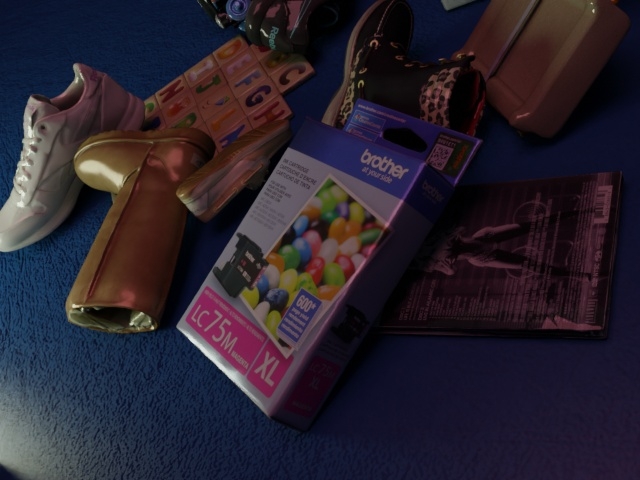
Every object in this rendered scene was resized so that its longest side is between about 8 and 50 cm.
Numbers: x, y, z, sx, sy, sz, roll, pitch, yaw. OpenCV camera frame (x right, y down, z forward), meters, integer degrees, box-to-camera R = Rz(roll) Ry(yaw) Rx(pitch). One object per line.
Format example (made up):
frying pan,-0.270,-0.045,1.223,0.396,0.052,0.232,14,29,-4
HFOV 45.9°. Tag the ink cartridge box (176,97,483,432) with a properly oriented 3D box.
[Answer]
ink cartridge box,0.000,0.000,0.728,0.186,0.065,0.311,31,86,47

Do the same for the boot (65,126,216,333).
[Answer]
boot,-0.263,-0.017,0.954,0.236,0.089,0.269,-7,53,31

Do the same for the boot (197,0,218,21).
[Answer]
boot,-0.122,-0.497,1.295,0.207,0.094,0.246,-28,36,18

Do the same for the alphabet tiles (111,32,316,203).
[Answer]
alphabet tiles,-0.175,-0.186,1.113,0.343,0.011,0.285,-34,41,5

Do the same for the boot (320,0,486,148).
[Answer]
boot,0.108,-0.186,0.843,0.179,0.085,0.236,-1,59,43

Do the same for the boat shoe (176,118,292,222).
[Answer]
boat shoe,-0.097,-0.086,0.929,0.170,0.059,0.063,-39,25,-18

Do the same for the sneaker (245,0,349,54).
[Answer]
sneaker,0.006,-0.362,1.103,0.106,0.101,0.267,28,67,21

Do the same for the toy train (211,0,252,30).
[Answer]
toy train,-0.095,-0.407,1.177,0.184,0.080,0.105,-31,84,6

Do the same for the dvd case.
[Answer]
dvd case,0.153,0.014,0.689,0.221,0.018,0.164,-3,53,33

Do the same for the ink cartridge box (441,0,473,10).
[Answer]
ink cartridge box,0.265,-0.412,0.978,0.224,0.045,0.223,-12,47,27

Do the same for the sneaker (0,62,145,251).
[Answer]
sneaker,-0.401,-0.125,1.104,0.305,0.152,0.114,-52,42,-5

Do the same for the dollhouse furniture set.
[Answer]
dollhouse furniture set,0.297,-0.247,0.777,0.301,0.151,0.197,-60,27,25
